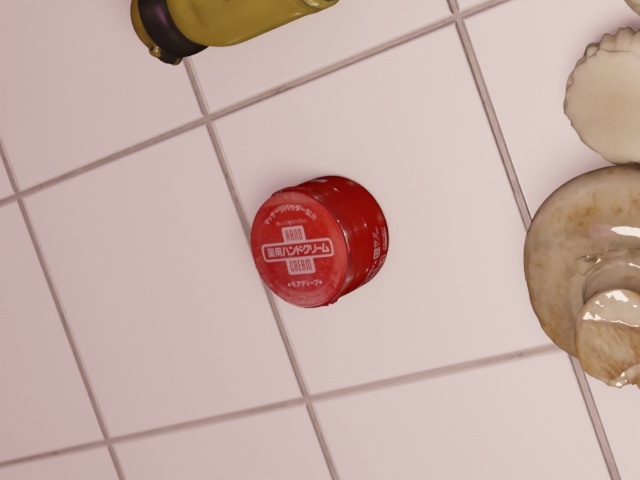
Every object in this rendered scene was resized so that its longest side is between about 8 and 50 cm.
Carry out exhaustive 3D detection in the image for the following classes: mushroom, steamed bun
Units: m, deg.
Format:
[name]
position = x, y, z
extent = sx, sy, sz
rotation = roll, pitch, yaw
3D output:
[mushroom]
position = 0.384, 0.063, 1.656
extent = 0.297, 0.290, 0.297
rotation = 16, 130, 19
[steamed bun]
position = 0.406, -0.187, 1.691
extent = 0.183, 0.106, 0.183
rotation = 17, 116, 39

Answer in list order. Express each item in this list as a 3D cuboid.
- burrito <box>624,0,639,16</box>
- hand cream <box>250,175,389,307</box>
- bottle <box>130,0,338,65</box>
[burrito]
position = 0.347, -0.435, 1.677
extent = 0.117, 0.076, 0.392
rotation = -44, 80, 29
[hand cream]
position = 0.000, 0.000, 2.016
extent = 0.193, 0.125, 0.193
rotation = 10, 109, 31
[bottle]
position = -0.144, -0.381, 1.972
extent = 0.351, 0.171, 0.171
rotation = -15, 96, 37
